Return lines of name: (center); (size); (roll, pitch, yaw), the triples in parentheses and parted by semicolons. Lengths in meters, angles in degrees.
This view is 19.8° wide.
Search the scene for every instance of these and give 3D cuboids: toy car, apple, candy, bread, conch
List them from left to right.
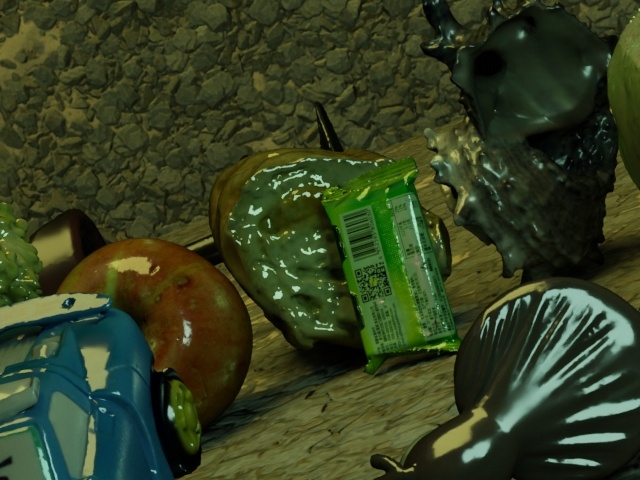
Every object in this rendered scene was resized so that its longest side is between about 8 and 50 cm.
toy car: (-0.188, 0.162, 1.143); (0.198, 0.166, 0.314); (-15, 37, 11)
apple: (-0.157, 0.095, 1.702); (0.196, 0.196, 0.196); (-22, 8, 3)
bread: (0.004, 0.005, 1.794); (0.238, 0.196, 0.252); (0, 1, 0)
candy: (0.064, 0.024, 1.630); (0.102, 0.178, 0.032); (-19, -8, 25)
conch: (0.176, -0.093, 1.701); (0.186, 0.313, 0.240); (8, 30, 30)

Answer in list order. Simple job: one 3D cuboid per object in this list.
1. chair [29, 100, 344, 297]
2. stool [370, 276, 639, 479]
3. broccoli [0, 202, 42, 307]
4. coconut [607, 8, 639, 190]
chair: (-0.142, 0.018, 2.071); (0.401, 0.226, 0.226); (-22, 8, 3)
stool: (0.122, 0.108, 1.117); (0.217, 0.125, 0.121); (-42, -7, -9)
broccoli: (-0.381, 0.128, 1.868); (0.348, 0.281, 0.293); (-65, 8, -10)
coconut: (0.371, -0.120, 1.351); (0.328, 0.281, 0.328); (-21, 5, 2)
